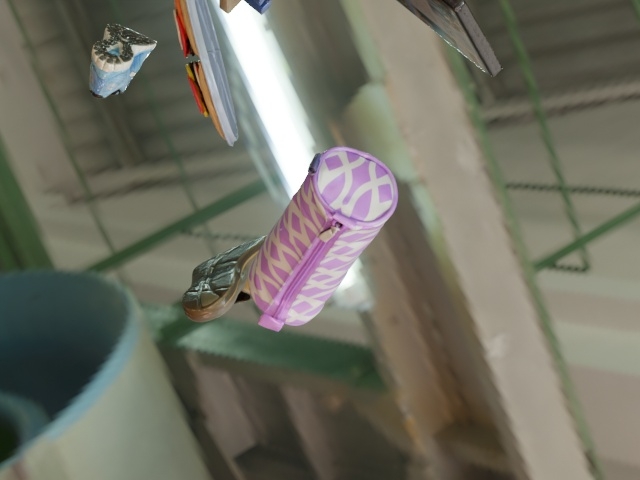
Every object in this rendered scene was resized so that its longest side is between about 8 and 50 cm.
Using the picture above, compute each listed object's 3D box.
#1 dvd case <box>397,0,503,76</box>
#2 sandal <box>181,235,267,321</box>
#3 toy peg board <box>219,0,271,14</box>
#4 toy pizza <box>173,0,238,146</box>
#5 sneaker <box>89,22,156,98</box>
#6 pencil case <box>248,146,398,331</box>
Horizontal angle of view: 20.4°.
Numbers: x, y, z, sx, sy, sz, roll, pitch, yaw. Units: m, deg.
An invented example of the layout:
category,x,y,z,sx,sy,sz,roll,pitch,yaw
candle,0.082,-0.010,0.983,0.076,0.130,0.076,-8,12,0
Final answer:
category,x,y,z,sx,sy,sz,roll,pitch,yaw
dvd case,0.117,-0.319,2.238,0.253,0.022,0.180,44,-2,30
sandal,-0.107,0.055,2.115,0.219,0.090,0.060,-72,139,-68
toy peg board,-0.038,-0.334,2.067,0.079,0.160,0.161,39,-13,9
toy pizza,-0.126,-0.194,1.853,0.201,0.032,0.201,-14,90,-87
sneaker,-0.258,-0.222,2.225,0.063,0.162,0.073,25,-66,4
pencil case,0.000,0.000,1.591,0.086,0.088,0.206,18,-34,-10
